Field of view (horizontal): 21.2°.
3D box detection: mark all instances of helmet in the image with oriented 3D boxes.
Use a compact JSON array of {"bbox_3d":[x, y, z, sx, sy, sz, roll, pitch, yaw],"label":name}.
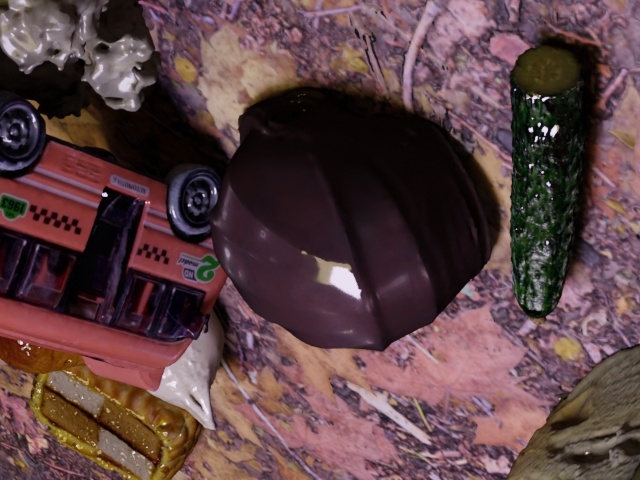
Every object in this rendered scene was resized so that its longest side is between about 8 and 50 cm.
[{"bbox_3d":[0.000,0.000,1.593,0.305,0.177,0.225,8,135,37],"label":"helmet"}]

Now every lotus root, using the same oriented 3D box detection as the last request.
[{"bbox_3d":[0.271,0.232,1.515,0.149,0.267,0.260,41,155,-7],"label":"lotus root"}]

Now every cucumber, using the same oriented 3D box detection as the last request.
[{"bbox_3d":[0.193,-0.037,1.464,0.067,0.067,0.294,23,142,25],"label":"cucumber"}]

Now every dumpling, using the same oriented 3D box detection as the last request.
[{"bbox_3d":[-0.178,0.112,1.931,0.216,0.126,0.166,43,161,-7],"label":"dumpling"}]

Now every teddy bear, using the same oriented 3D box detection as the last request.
[{"bbox_3d":[-0.282,-0.230,1.595,0.357,0.224,0.368,44,150,21],"label":"teddy bear"}]

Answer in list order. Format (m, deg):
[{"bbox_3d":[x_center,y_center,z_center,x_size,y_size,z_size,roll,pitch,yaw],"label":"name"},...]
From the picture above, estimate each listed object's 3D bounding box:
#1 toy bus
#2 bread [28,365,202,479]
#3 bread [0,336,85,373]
[{"bbox_3d":[-0.288,-0.007,1.667,0.203,0.233,0.427,11,173,43],"label":"toy bus"},{"bbox_3d":[-0.250,0.204,2.112,0.222,0.096,0.181,30,143,13],"label":"bread"},{"bbox_3d":[-0.345,0.031,1.977,0.246,0.135,0.232,34,133,35],"label":"bread"}]
